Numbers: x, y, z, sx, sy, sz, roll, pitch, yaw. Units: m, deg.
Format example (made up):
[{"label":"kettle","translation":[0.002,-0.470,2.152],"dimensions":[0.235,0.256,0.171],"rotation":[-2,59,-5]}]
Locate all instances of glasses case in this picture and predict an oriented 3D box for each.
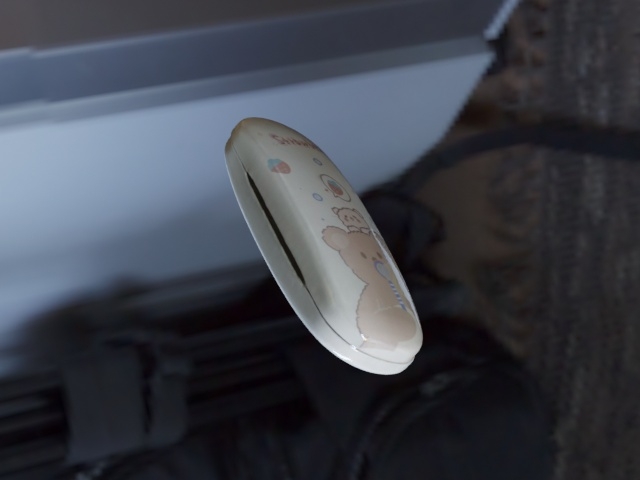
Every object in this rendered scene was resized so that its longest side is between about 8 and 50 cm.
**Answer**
[{"label":"glasses case","translation":[0.000,0.000,1.142],"dimensions":[0.051,0.081,0.204],"rotation":[-51,47,25]}]
